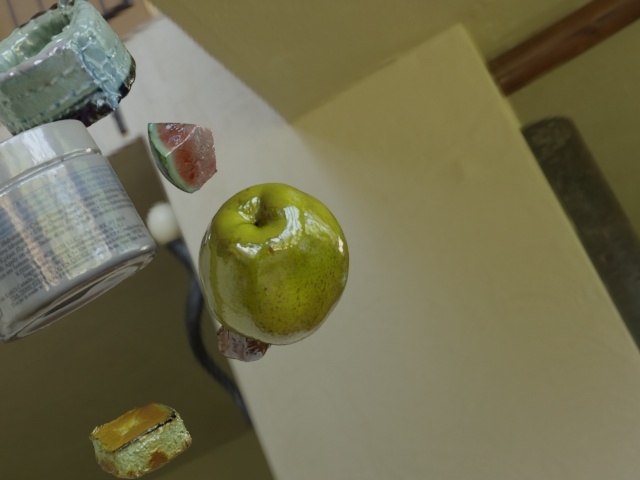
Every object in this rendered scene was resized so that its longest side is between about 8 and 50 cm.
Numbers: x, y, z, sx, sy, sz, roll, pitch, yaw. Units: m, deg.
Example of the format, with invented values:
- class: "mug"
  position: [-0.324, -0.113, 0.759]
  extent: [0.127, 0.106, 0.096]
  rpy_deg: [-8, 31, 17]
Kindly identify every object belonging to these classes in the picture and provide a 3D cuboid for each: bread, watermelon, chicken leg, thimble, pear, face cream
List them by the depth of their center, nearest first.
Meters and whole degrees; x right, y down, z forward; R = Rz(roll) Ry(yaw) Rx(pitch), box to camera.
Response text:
- class: "face cream"
  position: [-0.266, -0.007, 1.116]
  extent: [0.177, 0.153, 0.177]
  rpy_deg: [-30, -3, -2]
- class: "watermelon"
  position: [-0.157, -0.102, 1.320]
  extent: [0.072, 0.092, 0.084]
  rpy_deg: [-15, -49, -13]
- class: "thimble"
  position: [-0.398, -0.252, 1.767]
  extent: [0.237, 0.237, 0.150]
  rpy_deg: [-29, -59, 12]
- class: "bread"
  position: [-0.286, 0.313, 1.831]
  extent: [0.140, 0.069, 0.128]
  rpy_deg: [-29, 22, -28]
- class: "pear"
  position: [-0.082, 0.043, 2.045]
  extent: [0.294, 0.294, 0.294]
  rpy_deg: [-20, -23, -9]
- class: "chicken leg"
  position: [-0.152, 0.174, 2.285]
  extent: [0.113, 0.093, 0.304]
  rpy_deg: [6, -19, -1]
